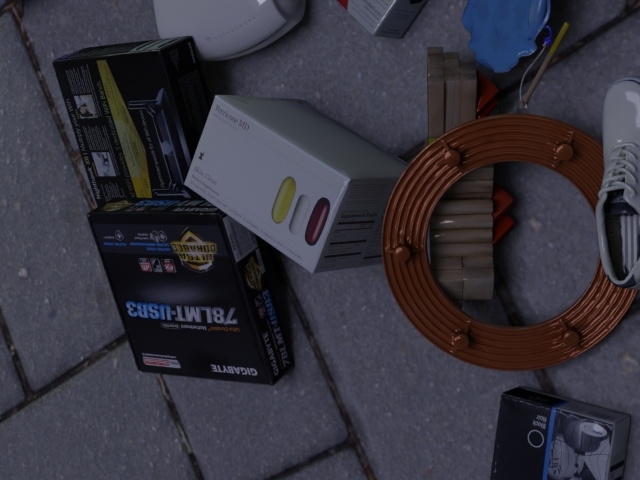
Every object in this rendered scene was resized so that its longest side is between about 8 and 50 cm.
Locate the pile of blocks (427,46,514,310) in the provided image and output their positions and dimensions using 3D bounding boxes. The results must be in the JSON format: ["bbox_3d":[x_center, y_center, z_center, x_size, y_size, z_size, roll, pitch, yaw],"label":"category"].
[{"bbox_3d":[0.201,-0.076,1.559,0.113,0.149,0.362,-1,102,5],"label":"pile of blocks"}]

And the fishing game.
[{"bbox_3d":[0.242,-0.310,1.488,0.264,0.041,0.189,63,145,40],"label":"fishing game"}]

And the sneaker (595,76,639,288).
[{"bbox_3d":[0.371,-0.067,1.372,0.094,0.091,0.258,-8,88,40],"label":"sneaker"}]

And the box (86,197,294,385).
[{"bbox_3d":[-0.207,0.078,1.829,0.296,0.073,0.293,2,115,37],"label":"box"}]

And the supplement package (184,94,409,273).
[{"bbox_3d":[-0.020,-0.085,1.648,0.262,0.204,0.145,33,112,30],"label":"supplement package"}]

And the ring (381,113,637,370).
[{"bbox_3d":[0.243,0.008,1.475,0.337,0.032,0.336,2,104,9],"label":"ring"}]

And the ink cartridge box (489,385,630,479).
[{"bbox_3d":[0.302,0.373,1.540,0.165,0.065,0.332,11,101,35],"label":"ink cartridge box"}]

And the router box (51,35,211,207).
[{"bbox_3d":[-0.276,-0.159,1.850,0.243,0.081,0.308,2,115,36],"label":"router box"}]

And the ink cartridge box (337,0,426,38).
[{"bbox_3d":[0.100,-0.389,1.614,0.127,0.072,0.175,48,120,24],"label":"ink cartridge box"}]

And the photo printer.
[{"bbox_3d":[-0.151,-0.433,1.774,0.256,0.107,0.307,-9,89,37],"label":"photo printer"}]
